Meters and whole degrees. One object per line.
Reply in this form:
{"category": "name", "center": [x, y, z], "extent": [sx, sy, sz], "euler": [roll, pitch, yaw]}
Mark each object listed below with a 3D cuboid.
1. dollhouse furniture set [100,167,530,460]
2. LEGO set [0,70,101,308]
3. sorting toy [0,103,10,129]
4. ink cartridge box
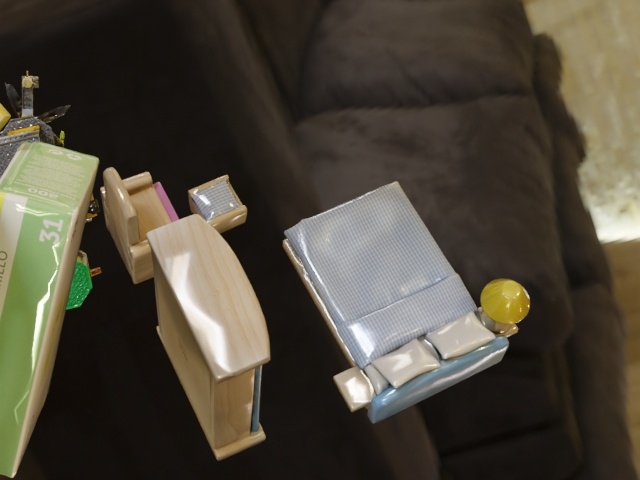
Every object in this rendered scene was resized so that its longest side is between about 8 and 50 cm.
{"category": "dollhouse furniture set", "center": [0.000, 0.000, 1.185], "extent": [0.286, 0.303, 0.198], "euler": [61, -17, 22]}
{"category": "LEGO set", "center": [-0.406, -0.019, 1.506], "extent": [0.192, 0.331, 0.255], "euler": [-132, -157, -74]}
{"category": "sorting toy", "center": [-0.318, -0.060, 0.843], "extent": [0.046, 0.274, 0.132], "euler": [-21, 91, -65]}
{"category": "ink cartridge box", "center": [-0.179, 0.054, 0.760], "extent": [0.235, 0.056, 0.171], "euler": [-99, -156, -72]}
